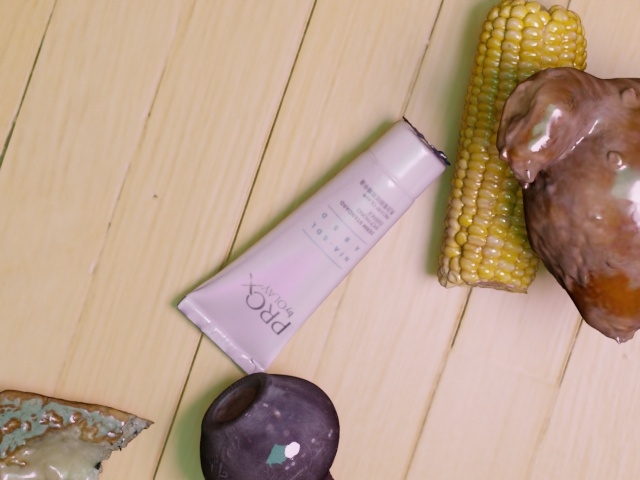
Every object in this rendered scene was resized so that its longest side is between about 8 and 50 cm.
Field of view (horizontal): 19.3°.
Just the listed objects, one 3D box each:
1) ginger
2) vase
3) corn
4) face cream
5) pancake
[{"bbox_3d":[0.285,-0.027,1.467,0.375,0.176,0.256,16,84,-34],"label":"ginger"},{"bbox_3d":[-0.015,0.193,1.525,0.120,0.120,0.183,-41,111,-2],"label":"vase"},{"bbox_3d":[0.156,-0.075,1.530,0.093,0.093,0.244,11,96,-5],"label":"corn"},{"bbox_3d":[0.000,0.000,1.542,0.243,0.058,0.092,-44,99,4],"label":"face cream"},{"bbox_3d":[-0.306,0.230,1.528,0.376,0.054,0.197,-21,92,-2],"label":"pancake"}]
